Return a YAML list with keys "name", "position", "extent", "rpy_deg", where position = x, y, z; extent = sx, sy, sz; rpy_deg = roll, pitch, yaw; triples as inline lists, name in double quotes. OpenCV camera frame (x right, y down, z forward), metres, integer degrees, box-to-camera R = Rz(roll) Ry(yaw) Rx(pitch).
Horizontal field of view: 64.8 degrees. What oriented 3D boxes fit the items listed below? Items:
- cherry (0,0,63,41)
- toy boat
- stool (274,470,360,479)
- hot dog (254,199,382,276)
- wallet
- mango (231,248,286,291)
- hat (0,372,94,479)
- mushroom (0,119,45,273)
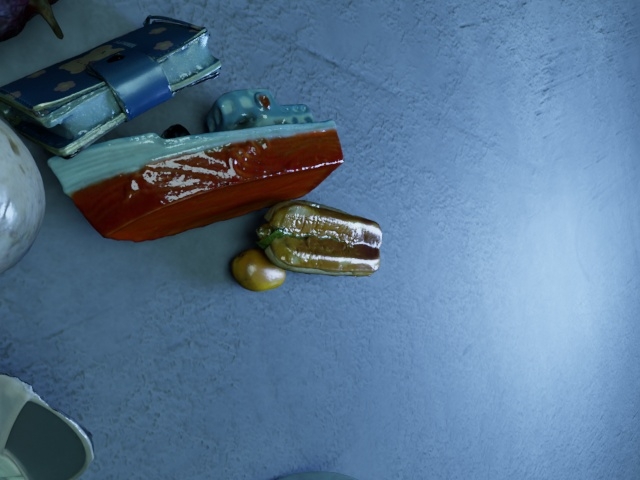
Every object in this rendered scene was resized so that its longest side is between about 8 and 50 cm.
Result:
- name: "cherry"
  position: [-0.307, -0.270, 0.427]
  extent: [0.195, 0.195, 0.195]
  rpy_deg: [-2, 93, -37]
- name: "toy boat"
  position: [-0.135, -0.099, 0.593]
  extent: [0.331, 0.145, 0.133]
  rpy_deg: [-20, 81, -37]
- name: "stool"
  position: [-0.001, 0.451, 0.681]
  extent: [0.195, 0.195, 0.199]
  rpy_deg: [-6, 97, -37]
- name: "hot dog"
  position: [0.000, 0.000, 0.731]
  extent: [0.250, 0.076, 0.104]
  rpy_deg: [5, 82, -46]
- name: "wallet"
  position: [-0.215, -0.169, 0.524]
  extent: [0.202, 0.141, 0.059]
  rpy_deg: [-41, 141, -29]
- name: "mango"
  position: [-0.082, 0.043, 0.694]
  extent: [0.089, 0.046, 0.060]
  rpy_deg: [25, 69, -47]
- name: "hat"
  position: [-0.329, 0.210, 0.400]
  extent: [0.232, 0.161, 0.275]
  rpy_deg: [-33, 154, -57]
- name: "mushroom"
  position: [-0.317, -0.029, 0.372]
  extent: [0.189, 0.253, 0.195]
  rpy_deg: [33, 87, -15]
